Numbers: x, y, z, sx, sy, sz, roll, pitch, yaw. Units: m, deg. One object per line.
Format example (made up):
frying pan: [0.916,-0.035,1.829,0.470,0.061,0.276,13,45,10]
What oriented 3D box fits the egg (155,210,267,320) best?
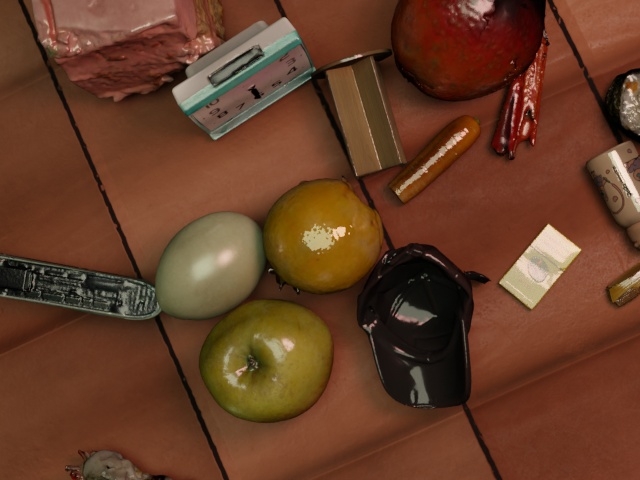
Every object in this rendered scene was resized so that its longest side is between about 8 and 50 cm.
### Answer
egg: [-0.214,0.051,1.786,0.253,0.186,0.186,-40,83,-14]

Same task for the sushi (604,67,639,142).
sushi: [0.656,-0.240,1.748,0.225,0.126,0.136,28,89,6]

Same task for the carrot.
carrot: [0.233,-0.165,1.817,0.225,0.067,0.067,-44,83,4]

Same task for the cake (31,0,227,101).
cake: [-0.367,-0.454,1.768,0.314,0.307,0.293,-14,78,7]

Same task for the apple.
apple: [-0.101,0.232,1.761,0.261,0.194,0.260,0,91,11]

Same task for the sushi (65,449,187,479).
sushi: [-0.350,0.515,1.804,0.332,0.124,0.130,17,99,6]

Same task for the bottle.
bottle: [0.606,-0.082,1.760,0.110,0.097,0.209,-23,84,-34]

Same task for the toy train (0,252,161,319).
toy train: [-0.506,0.096,1.866,0.407,0.088,0.086,10,91,7]

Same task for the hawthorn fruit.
hawthorn fruit: [0.277,-0.410,1.713,0.316,0.316,0.316,0,86,6]

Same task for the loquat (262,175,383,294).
loquat: [0.000,0.000,1.749,0.244,0.244,0.243,0,86,6]

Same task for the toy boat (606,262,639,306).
toy boat: [0.624,0.073,1.769,0.149,0.047,0.049,-35,97,5]

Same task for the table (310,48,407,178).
table: [0.090,-0.243,1.801,0.167,0.167,0.226,-16,92,5]

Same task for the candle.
candle: [0.405,-0.307,1.812,0.084,0.059,0.301,12,87,-2]

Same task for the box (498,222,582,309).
box: [0.433,0.052,1.802,0.087,0.023,0.155,40,91,5]

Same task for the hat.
hat: [0.211,0.146,1.770,0.238,0.209,0.336,-8,103,26]

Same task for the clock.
clock: [-0.154,-0.329,1.789,0.262,0.231,0.116,-33,80,3]
